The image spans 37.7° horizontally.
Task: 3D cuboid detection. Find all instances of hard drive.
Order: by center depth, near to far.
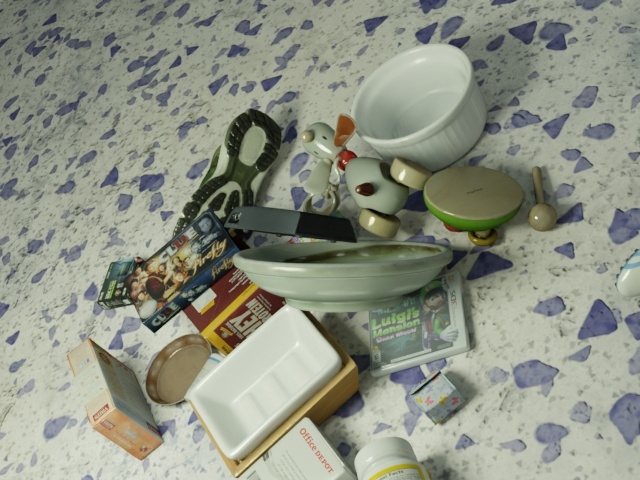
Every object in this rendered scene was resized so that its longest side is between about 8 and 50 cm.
[{"bbox_3d":[-0.061,-0.032,1.869,0.255,0.172,0.054,6,89,54],"label":"hard drive"}]

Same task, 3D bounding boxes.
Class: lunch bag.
[{"bbox_3d":[0.192,0.260,1.597,0.071,0.053,0.083,-38,32,0],"label":"lunch bag"}]

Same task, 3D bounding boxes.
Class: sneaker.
[{"bbox_3d":[0.582,0.031,1.484,0.237,0.085,0.086,-28,38,16],"label":"sneaker"},{"bbox_3d":[-0.229,-0.106,2.205,0.410,0.158,0.182,-62,14,-21],"label":"sneaker"}]

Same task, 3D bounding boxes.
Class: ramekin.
[{"bbox_3d":[0.215,-0.271,1.983,0.277,0.135,0.277,-21,44,21],"label":"ramekin"}]

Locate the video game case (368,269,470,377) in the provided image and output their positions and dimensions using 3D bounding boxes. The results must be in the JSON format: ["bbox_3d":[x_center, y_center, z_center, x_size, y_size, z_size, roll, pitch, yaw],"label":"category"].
[{"bbox_3d":[0.176,0.152,1.725,0.190,0.022,0.173,-20,44,22],"label":"video game case"}]

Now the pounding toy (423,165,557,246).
[{"bbox_3d":[0.310,-0.050,1.766,0.237,0.110,0.183,-1,36,-1],"label":"pounding toy"}]

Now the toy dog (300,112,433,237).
[{"bbox_3d":[0.053,-0.136,1.860,0.334,0.161,0.220,14,91,41],"label":"toy dog"}]

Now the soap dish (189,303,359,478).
[{"bbox_3d":[-0.083,0.277,1.734,0.291,0.118,0.229,-43,41,-2],"label":"soap dish"}]

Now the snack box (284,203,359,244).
[{"bbox_3d":[0.000,0.000,1.977,0.141,0.037,0.100,-40,43,-2],"label":"snack box"}]

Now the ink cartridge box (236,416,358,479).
[{"bbox_3d":[-0.046,0.427,1.599,0.203,0.086,0.148,-41,41,-3],"label":"ink cartridge box"}]

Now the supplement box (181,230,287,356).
[{"bbox_3d":[-0.172,0.120,1.929,0.191,0.129,0.194,-44,41,-4],"label":"supplement box"}]

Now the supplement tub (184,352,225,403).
[{"bbox_3d":[-0.214,0.284,1.861,0.071,0.071,0.107,15,63,43],"label":"supplement tub"}]

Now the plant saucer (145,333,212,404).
[{"bbox_3d":[-0.289,0.274,1.959,0.168,0.029,0.168,-21,44,22],"label":"plant saucer"}]

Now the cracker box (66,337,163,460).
[{"bbox_3d":[-0.422,0.322,1.917,0.067,0.155,0.232,-40,41,0],"label":"cracker box"}]

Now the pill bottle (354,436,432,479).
[{"bbox_3d":[0.129,0.416,1.455,0.119,0.119,0.208,-32,41,9],"label":"pill bottle"}]

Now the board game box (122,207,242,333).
[{"bbox_3d":[-0.285,0.059,1.937,0.243,0.042,0.165,-40,40,0],"label":"board game box"}]

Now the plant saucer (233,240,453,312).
[{"bbox_3d":[0.042,0.066,1.717,0.401,0.400,0.100,2,97,38],"label":"plant saucer"}]

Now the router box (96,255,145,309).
[{"bbox_3d":[-0.472,0.101,2.238,0.092,0.038,0.122,-13,48,29],"label":"router box"}]
